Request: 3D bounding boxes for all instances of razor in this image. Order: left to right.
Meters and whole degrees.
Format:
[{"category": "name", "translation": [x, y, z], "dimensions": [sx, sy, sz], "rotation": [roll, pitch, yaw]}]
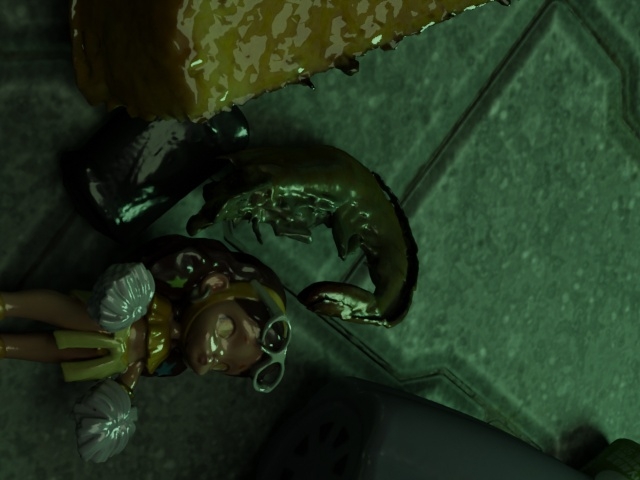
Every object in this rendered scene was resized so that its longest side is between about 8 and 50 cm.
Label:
[{"category": "razor", "translation": [-0.126, -0.067, 1.106], "dimensions": [0.148, 0.054, 0.090], "rotation": [-41, 124, -16]}]

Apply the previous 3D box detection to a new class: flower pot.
[{"category": "flower pot", "translation": [0.076, 0.248, 1.247], "dimensions": [0.243, 0.265, 0.265], "rotation": [37, 85, -23]}]

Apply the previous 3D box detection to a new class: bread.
[{"category": "bread", "translation": [-0.027, -0.223, 1.028], "dimensions": [0.340, 0.194, 0.179], "rotation": [-24, 120, -20]}]

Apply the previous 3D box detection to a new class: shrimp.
[{"category": "shrimp", "translation": [-0.001, 0.001, 1.147], "dimensions": [0.253, 0.058, 0.173], "rotation": [-16, 76, -55]}]

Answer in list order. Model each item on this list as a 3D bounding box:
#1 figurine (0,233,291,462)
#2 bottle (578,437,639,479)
[{"category": "figurine", "translation": [-0.140, 0.067, 1.107], "dimensions": [0.240, 0.116, 0.175], "rotation": [-7, 126, -23]}, {"category": "bottle", "translation": [0.212, 0.330, 1.449], "dimensions": [0.330, 0.093, 0.093], "rotation": [-35, 122, -19]}]
